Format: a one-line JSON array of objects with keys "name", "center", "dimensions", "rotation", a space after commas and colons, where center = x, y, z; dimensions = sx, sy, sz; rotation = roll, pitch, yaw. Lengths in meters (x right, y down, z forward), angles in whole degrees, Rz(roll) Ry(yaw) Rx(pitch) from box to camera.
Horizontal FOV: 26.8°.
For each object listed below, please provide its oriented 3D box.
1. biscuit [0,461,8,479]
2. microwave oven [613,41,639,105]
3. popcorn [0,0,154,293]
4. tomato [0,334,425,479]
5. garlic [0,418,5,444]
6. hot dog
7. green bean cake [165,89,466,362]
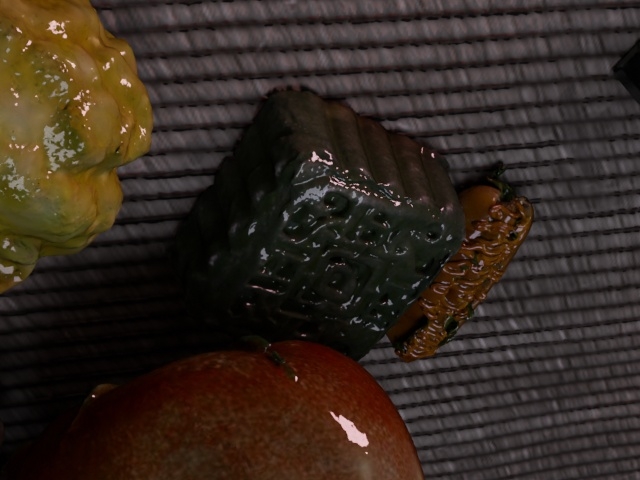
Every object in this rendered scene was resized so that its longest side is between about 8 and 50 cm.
[{"name": "biscuit", "center": [-0.272, 0.324, 1.157], "dimensions": [0.268, 0.115, 0.366], "rotation": [21, 118, -32]}, {"name": "microwave oven", "center": [0.409, -0.138, 0.970], "dimensions": [0.237, 0.181, 0.295], "rotation": [27, 116, -36]}, {"name": "popcorn", "center": [-0.228, -0.073, 0.758], "dimensions": [0.250, 0.241, 0.235], "rotation": [-25, 130, -3]}, {"name": "tomato", "center": [-0.070, 0.213, 0.942], "dimensions": [0.304, 0.239, 0.303], "rotation": [-22, 164, -7]}, {"name": "garlic", "center": [-0.329, 0.168, 0.973], "dimensions": [0.191, 0.160, 0.214], "rotation": [14, 119, -21]}, {"name": "hot dog", "center": [0.112, 0.026, 1.084], "dimensions": [0.072, 0.055, 0.188], "rotation": [13, 124, -27]}, {"name": "green bean cake", "center": [0.000, 0.000, 0.995], "dimensions": [0.173, 0.094, 0.181], "rotation": [22, 119, -34]}]
